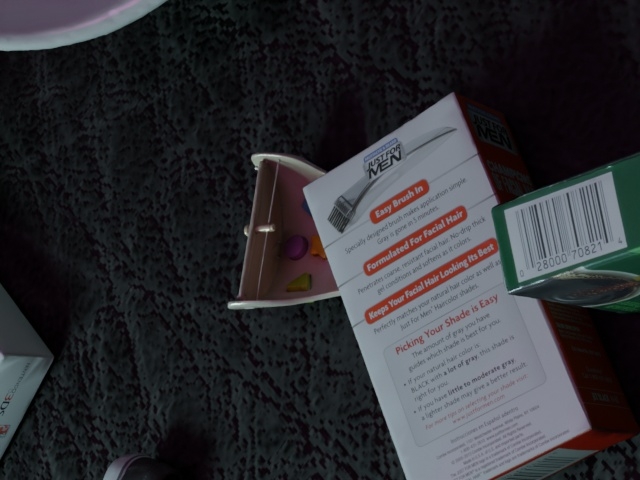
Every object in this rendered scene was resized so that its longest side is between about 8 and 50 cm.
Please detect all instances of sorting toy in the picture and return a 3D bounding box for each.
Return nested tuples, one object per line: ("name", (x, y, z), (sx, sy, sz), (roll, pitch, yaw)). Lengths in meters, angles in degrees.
("sorting toy", (0.000, 0.000, 0.805), (0.075, 0.045, 0.083), (-1, 69, 28))

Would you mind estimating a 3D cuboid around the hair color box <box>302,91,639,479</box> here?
("hair color box", (0.065, 0.029, 0.721), (0.093, 0.053, 0.167), (-32, 66, 27))

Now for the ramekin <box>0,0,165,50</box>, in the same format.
("ramekin", (-0.162, -0.251, 0.832), (0.277, 0.277, 0.135), (-57, 15, 22))

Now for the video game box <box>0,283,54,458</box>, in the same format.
("video game box", (-0.273, 0.085, 1.046), (0.205, 0.048, 0.187), (46, 118, 37))

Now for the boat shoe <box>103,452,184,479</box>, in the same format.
("boat shoe", (-0.103, 0.188, 0.871), (0.040, 0.049, 0.142), (2, 84, 43))

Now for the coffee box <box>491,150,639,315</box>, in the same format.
("coffee box", (0.169, -0.015, 0.595), (0.184, 0.113, 0.040), (-21, 69, 38))
